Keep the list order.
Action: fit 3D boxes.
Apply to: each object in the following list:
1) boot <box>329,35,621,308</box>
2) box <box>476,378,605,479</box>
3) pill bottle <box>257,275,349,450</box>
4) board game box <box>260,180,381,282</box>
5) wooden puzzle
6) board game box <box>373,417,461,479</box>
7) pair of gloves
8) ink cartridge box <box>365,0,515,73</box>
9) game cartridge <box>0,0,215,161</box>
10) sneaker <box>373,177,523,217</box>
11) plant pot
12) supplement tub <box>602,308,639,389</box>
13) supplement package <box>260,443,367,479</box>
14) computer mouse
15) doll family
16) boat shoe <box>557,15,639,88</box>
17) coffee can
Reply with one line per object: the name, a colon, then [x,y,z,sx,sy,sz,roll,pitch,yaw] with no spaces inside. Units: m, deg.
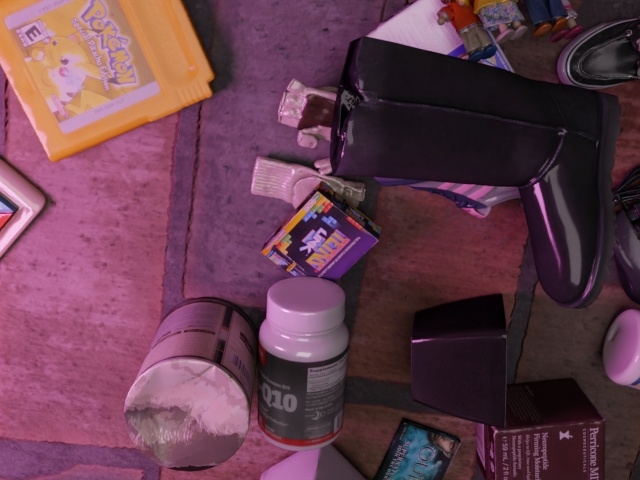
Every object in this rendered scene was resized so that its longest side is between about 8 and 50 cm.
boot: [0.230,-0.098,1.175,0.445,0.146,0.367,8,82,-20]
box: [0.409,0.380,1.449,0.203,0.167,0.168,-6,106,0]
pill bottle: [-0.032,0.219,1.374,0.161,0.161,0.283,2,114,-2]
board game box: [0.000,0.000,1.364,0.141,0.048,0.170,38,120,-11]
wooden puzzle: [-0.645,-0.056,1.355,0.221,0.044,0.238,42,101,-12]
board game box: [0.188,0.459,1.538,0.126,0.026,0.186,20,104,-7]
pair of gloves: [0.001,-0.148,1.332,0.204,0.042,0.240,20,116,-8]
ink cartridge box: [0.195,-0.308,1.307,0.208,0.045,0.206,-33,104,7]
game cartridge: [-0.369,-0.321,1.284,0.324,0.052,0.285,-22,106,6]
sneaker: [0.243,-0.095,1.323,0.319,0.112,0.131,-4,110,-8]
plant pot: [0.252,0.212,1.397,0.167,0.187,0.188,1,107,10]
supplement tub: [0.648,0.219,1.422,0.200,0.144,0.144,16,105,-7]
supplement package: [0.024,0.564,1.473,0.175,0.177,0.293,-36,104,22]
computer mouse: [0.587,0.016,1.399,0.188,0.072,0.272,-31,105,6]
doll family: [0.310,-0.398,1.207,0.263,0.118,0.163,-17,76,-18]
boat shoe: [0.560,-0.321,1.283,0.306,0.105,0.113,-10,106,1]
coffee can: [-0.214,0.239,1.334,0.202,0.275,0.201,0,106,-1]
